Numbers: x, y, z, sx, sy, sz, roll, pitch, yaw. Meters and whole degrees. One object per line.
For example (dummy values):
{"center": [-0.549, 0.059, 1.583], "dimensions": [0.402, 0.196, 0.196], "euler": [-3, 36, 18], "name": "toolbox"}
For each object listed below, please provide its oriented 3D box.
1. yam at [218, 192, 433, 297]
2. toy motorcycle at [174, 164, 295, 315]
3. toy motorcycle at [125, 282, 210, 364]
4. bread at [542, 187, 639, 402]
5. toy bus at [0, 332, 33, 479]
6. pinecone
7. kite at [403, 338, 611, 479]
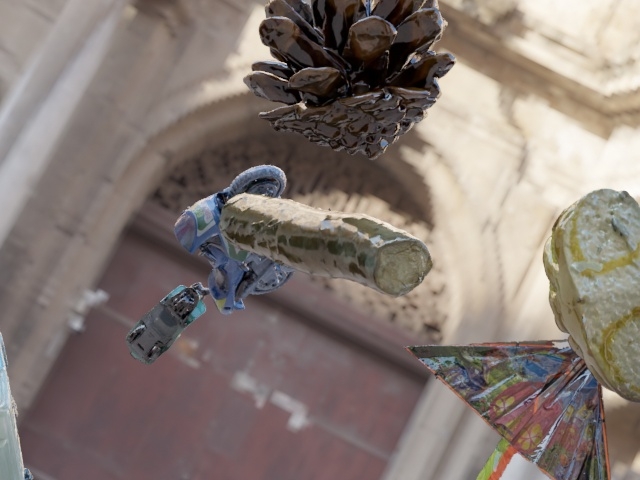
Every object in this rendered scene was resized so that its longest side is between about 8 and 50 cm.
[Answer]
{"center": [0.000, 0.000, 1.772], "dimensions": [0.317, 0.067, 0.071], "euler": [16, -62, 55], "name": "yam"}
{"center": [-0.095, 0.004, 2.022], "dimensions": [0.254, 0.135, 0.092], "euler": [83, -16, -57], "name": "toy motorcycle"}
{"center": [-0.213, 0.112, 2.493], "dimensions": [0.058, 0.100, 0.173], "euler": [47, -53, 3], "name": "toy motorcycle"}
{"center": [0.210, 0.038, 1.323], "dimensions": [0.094, 0.083, 0.157], "euler": [-150, -134, -69], "name": "bread"}
{"center": [-0.436, 0.240, 2.186], "dimensions": [0.271, 0.133, 0.165], "euler": [93, -20, -51], "name": "toy bus"}
{"center": [0.028, -0.186, 1.775], "dimensions": [0.202, 0.201, 0.229], "euler": [21, -15, -18], "name": "pinecone"}
{"center": [0.181, 0.152, 1.571], "dimensions": [0.241, 0.183, 0.014], "euler": [37, -21, 3], "name": "kite"}
